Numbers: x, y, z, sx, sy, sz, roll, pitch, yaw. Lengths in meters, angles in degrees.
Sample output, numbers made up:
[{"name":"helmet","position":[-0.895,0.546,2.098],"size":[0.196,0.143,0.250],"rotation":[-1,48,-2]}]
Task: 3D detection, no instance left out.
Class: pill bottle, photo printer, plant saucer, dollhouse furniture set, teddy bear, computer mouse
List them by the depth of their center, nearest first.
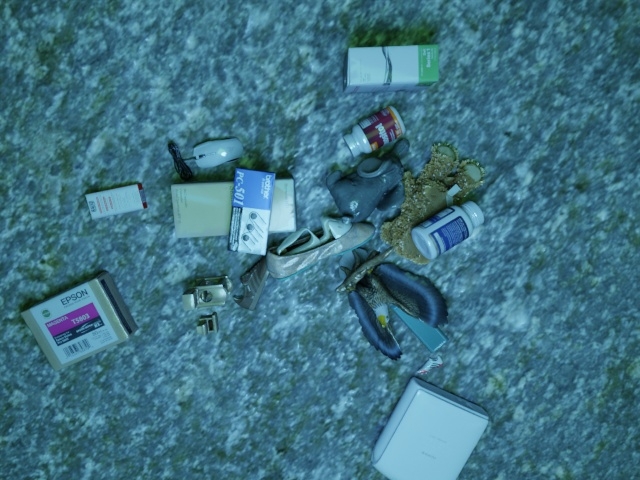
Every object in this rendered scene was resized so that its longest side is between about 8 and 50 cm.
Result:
[{"name":"pill bottle","position":[0.325,-0.031,1.285],"size":[0.169,0.094,0.094],"rotation":[-30,100,-9]},{"name":"pill bottle","position":[0.140,-0.284,1.339],"size":[0.152,0.086,0.086],"rotation":[-29,100,3]},{"name":"computer mouse","position":[-0.303,-0.231,1.353],"size":[0.193,0.042,0.105],"rotation":[-15,99,1]},{"name":"dollhouse furniture set","position":[-0.290,0.194,1.355],"size":[0.101,0.182,0.160],"rotation":[-5,100,-1]},{"name":"teddy bear","position":[0.304,-0.099,1.379],"size":[0.245,0.113,0.337],"rotation":[15,91,-12]},{"name":"plant saucer","position":[0.290,0.244,1.470],"size":[0.067,0.018,0.192],"rotation":[-41,100,5]},{"name":"photo printer","position":[0.310,0.586,1.484],"size":[0.256,0.107,0.307],"rotation":[26,98,-6]}]

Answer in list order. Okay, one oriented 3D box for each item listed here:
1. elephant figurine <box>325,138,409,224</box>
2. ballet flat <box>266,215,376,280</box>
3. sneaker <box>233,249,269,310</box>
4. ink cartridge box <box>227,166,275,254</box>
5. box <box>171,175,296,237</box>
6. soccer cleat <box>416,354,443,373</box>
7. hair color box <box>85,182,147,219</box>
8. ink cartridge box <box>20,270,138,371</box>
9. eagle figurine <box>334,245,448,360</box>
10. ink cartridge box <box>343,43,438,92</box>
[{"name":"elephant figurine","position":[0.146,-0.157,1.306],"size":[0.240,0.169,0.185],"rotation":[-29,72,12]},{"name":"ballet flat","position":[0.000,0.000,1.346],"size":[0.316,0.107,0.106],"rotation":[-27,117,-12]},{"name":"sneaker","position":[-0.184,0.103,1.403],"size":[0.071,0.066,0.188],"rotation":[22,97,-3]},{"name":"ink cartridge box","position":[-0.172,-0.072,1.259],"size":[0.097,0.046,0.206],"rotation":[8,100,-5]},{"name":"box","position":[-0.220,-0.091,1.340],"size":[0.312,0.121,0.147],"rotation":[-4,100,-1]},{"name":"soccer cleat","position":[0.319,0.365,1.488],"size":[0.083,0.029,0.035],"rotation":[-21,91,-2]},{"name":"hair color box","position":[-0.548,-0.106,1.365],"size":[0.141,0.043,0.071],"rotation":[-11,100,-1]},{"name":"ink cartridge box","position":[-0.659,0.222,1.395],"size":[0.235,0.088,0.193],"rotation":[-25,101,3]},{"name":"eagle figurine","position":[0.173,0.166,1.380],"size":[0.298,0.226,0.225],"rotation":[42,58,-33]},{"name":"ink cartridge box","position":[0.170,-0.429,1.277],"size":[0.220,0.160,0.092],"rotation":[-2,99,-2]}]
